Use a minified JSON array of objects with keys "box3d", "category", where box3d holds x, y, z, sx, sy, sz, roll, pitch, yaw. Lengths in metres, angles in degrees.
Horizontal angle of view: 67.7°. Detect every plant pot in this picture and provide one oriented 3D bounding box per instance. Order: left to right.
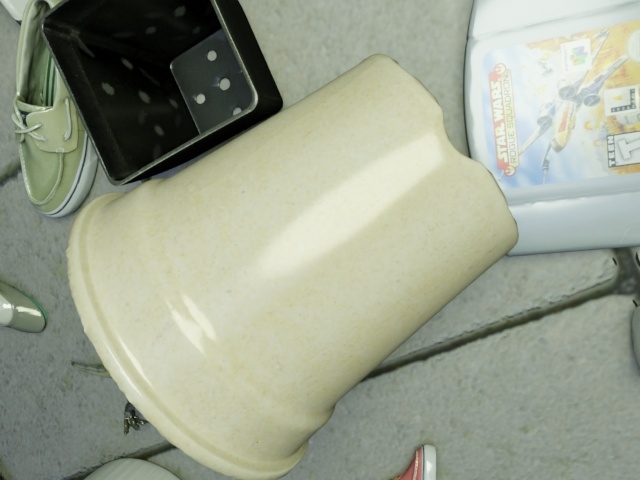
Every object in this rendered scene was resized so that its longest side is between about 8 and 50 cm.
[{"box3d":[-0.147,-0.184,0.531,0.188,0.167,0.187,-23,91,19],"category":"plant pot"},{"box3d":[0.000,0.000,0.477,0.305,0.334,0.333,-37,90,9],"category":"plant pot"}]

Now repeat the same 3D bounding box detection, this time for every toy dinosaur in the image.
[{"box3d":[-0.255,0.222,0.718,0.268,0.064,0.118,-11,92,21],"category":"toy dinosaur"}]

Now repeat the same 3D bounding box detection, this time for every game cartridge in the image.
[{"box3d":[0.251,-0.132,0.488,0.198,0.062,0.297,-7,100,14],"category":"game cartridge"}]

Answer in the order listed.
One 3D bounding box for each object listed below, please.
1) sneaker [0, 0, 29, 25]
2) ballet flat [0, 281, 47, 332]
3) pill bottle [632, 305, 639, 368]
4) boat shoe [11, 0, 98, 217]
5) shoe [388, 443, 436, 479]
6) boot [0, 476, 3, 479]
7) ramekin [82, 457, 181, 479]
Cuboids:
[{"box3d":[-0.443,-0.395,0.613,0.091,0.094,0.258,-37,91,16],"category":"sneaker"},{"box3d":[-0.545,0.091,0.768,0.213,0.068,0.072,34,110,7],"category":"ballet flat"},{"box3d":[0.422,0.098,0.458,0.194,0.108,0.108,-5,101,17],"category":"pill bottle"},{"box3d":[-0.365,-0.173,0.640,0.109,0.094,0.302,19,107,12],"category":"boat shoe"},{"box3d":[0.103,0.344,0.633,0.081,0.063,0.177,9,109,10],"category":"shoe"},{"box3d":[-0.625,0.429,0.856,0.249,0.090,0.206,-3,103,21],"category":"boot"},{"box3d":[-0.308,0.488,0.752,0.277,0.135,0.277,4,104,15],"category":"ramekin"}]
